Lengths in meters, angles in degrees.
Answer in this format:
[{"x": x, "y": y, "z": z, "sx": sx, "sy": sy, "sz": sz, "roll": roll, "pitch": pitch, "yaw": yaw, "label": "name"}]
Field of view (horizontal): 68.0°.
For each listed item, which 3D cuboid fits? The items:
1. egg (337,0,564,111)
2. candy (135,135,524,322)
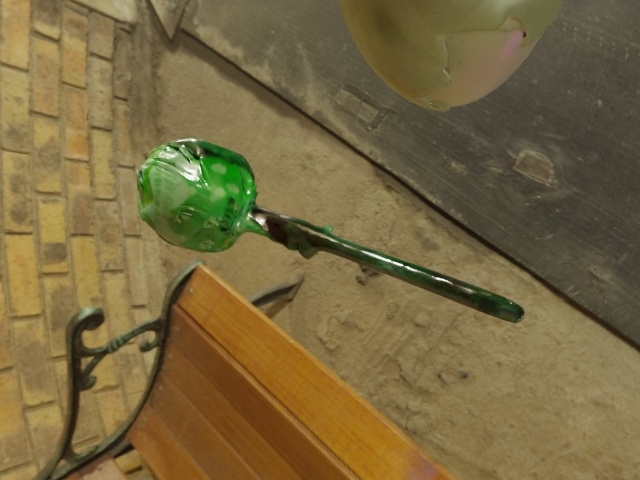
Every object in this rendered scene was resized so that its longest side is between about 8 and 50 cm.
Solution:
[{"x": 0.098, "y": -0.210, "z": 0.369, "sx": 0.183, "sy": 0.183, "sz": 0.217, "roll": 26, "pitch": 140, "yaw": 32, "label": "egg"}, {"x": -0.001, "y": 0.002, "z": 0.376, "sx": 0.323, "sy": 0.097, "sz": 0.097, "roll": 21, "pitch": 102, "yaw": 11, "label": "candy"}]
